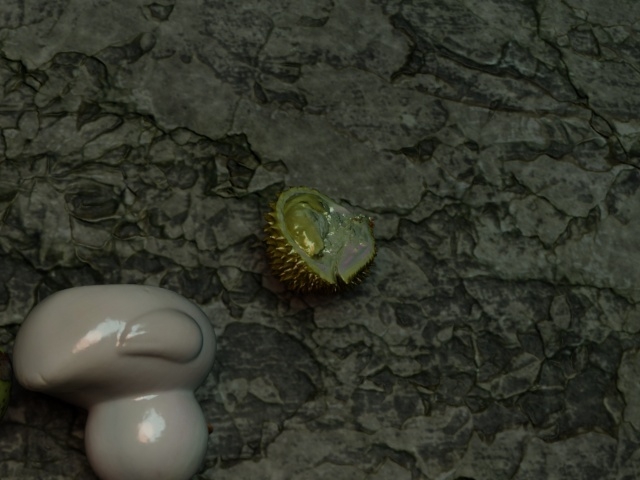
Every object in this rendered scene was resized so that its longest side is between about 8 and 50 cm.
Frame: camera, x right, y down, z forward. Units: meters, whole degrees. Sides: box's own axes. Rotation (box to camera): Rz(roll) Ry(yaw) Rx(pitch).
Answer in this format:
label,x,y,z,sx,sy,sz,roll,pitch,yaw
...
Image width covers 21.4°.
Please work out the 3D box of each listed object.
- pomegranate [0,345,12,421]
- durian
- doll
label,x,y,z,sx,sy,sz,roll,pitch,yaw
pomegranate,-0.398,0.138,1.772,0.138,0.125,0.163,-36,63,3
durian,0.000,0.000,2.020,0.146,0.102,0.208,50,35,10
doll,-0.210,0.163,1.791,0.251,0.221,0.221,24,48,-46
